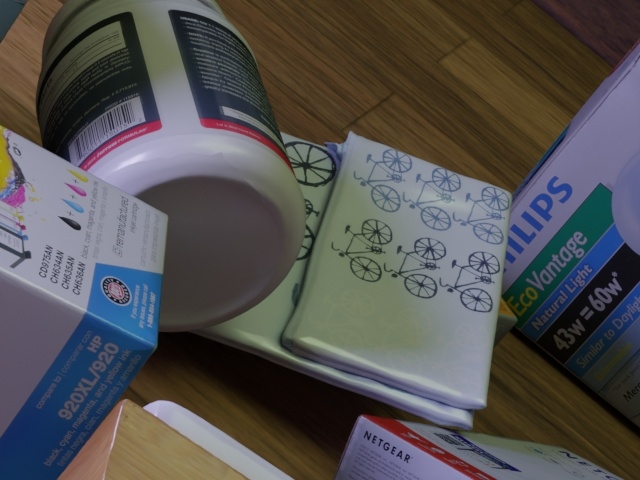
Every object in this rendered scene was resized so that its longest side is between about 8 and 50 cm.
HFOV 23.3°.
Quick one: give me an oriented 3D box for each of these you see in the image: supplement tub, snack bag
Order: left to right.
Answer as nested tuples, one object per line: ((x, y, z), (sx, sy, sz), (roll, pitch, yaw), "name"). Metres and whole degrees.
((-0.129, -0.077, 1.259), (0.191, 0.191, 0.272), (22, 31, -32), "supplement tub")
((0.000, 0.000, 1.389), (0.343, 0.037, 0.323), (19, 39, -1), "snack bag")

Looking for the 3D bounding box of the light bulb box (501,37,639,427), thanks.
((0.412, -0.002, 1.767), (0.361, 0.358, 0.225), (38, 22, 3), "light bulb box")

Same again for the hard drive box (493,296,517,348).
((0.055, 0.033, 1.535), (0.232, 0.089, 0.181), (11, 35, -45), "hard drive box")

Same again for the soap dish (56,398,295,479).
((-0.048, 0.244, 0.868), (0.291, 0.229, 0.118), (35, 40, -6), "soap dish")

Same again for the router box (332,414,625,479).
((0.221, 0.250, 1.209), (0.335, 0.082, 0.301), (25, 6, 41), "router box")

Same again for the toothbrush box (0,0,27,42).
((-0.342, -0.198, 1.133), (0.126, 0.295, 0.216), (0, 43, -54), "toothbrush box")

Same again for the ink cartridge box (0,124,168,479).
((-0.244, 0.029, 1.022), (0.233, 0.168, 0.171), (29, 26, -18), "ink cartridge box")
